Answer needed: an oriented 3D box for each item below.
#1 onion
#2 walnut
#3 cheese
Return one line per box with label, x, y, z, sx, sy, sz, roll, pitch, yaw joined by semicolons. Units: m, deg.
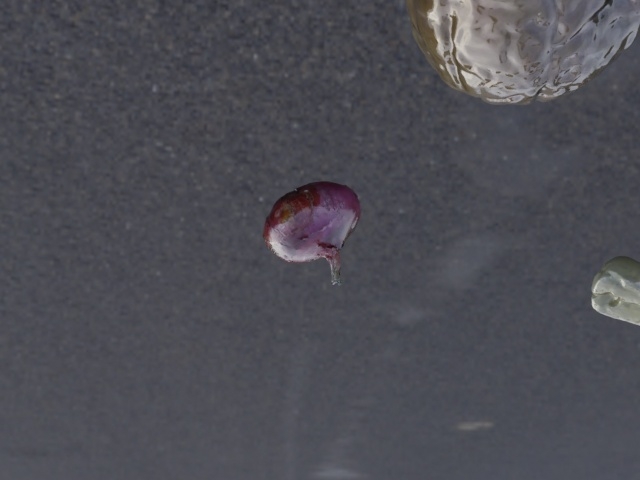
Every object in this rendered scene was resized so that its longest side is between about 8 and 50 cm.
onion;0.000;0.000;1.513;0.150;0.140;0.150;-19;153;-10
walnut;0.133;-0.187;0.678;0.178;0.178;0.230;0;148;7
cheese;0.361;0.067;1.032;0.194;0.043;0.065;16;128;11
